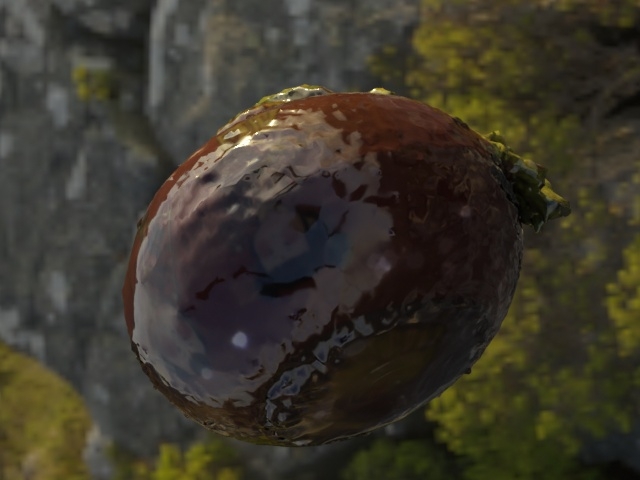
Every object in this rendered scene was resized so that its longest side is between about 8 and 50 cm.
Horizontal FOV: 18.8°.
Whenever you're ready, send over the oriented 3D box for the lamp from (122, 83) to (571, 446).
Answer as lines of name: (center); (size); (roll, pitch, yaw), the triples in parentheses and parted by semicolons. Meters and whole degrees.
lamp: (-0.003, 0.003, 0.745); (0.156, 0.157, 0.135); (-46, 57, 26)
